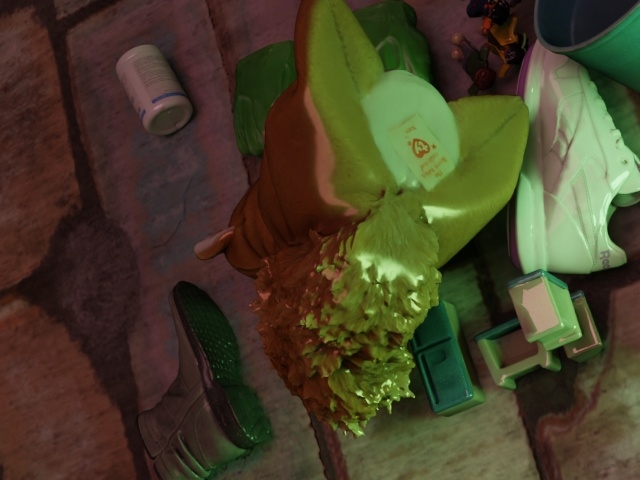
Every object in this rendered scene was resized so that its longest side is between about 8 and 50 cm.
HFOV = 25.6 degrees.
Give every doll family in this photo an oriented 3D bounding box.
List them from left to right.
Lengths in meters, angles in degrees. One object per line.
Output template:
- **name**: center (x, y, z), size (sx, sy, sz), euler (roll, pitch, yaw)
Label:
- **doll family**: center (0.206, -0.255, 1.606), size (0.076, 0.193, 0.111), euler (-7, 34, -13)

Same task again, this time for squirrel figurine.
- **squirrel figurine**: center (0.000, 0.000, 1.526), size (0.370, 0.281, 0.397), euler (-34, 42, 53)

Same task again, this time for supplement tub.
- **supplement tub**: center (-0.220, -0.198, 1.867), size (0.071, 0.071, 0.107), euler (-37, 62, 17)

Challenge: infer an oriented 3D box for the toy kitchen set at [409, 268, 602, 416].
- **toy kitchen set**: center (0.174, 0.089, 1.514), size (0.207, 0.166, 0.122), euler (-26, 66, 21)

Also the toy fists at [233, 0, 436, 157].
- **toy fists**: center (0.013, -0.178, 1.719), size (0.279, 0.096, 0.142), euler (-17, 60, 27)

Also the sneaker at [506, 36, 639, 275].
- **sneaker**: center (0.287, -0.107, 1.553), size (0.152, 0.114, 0.305), euler (2, 80, 13)

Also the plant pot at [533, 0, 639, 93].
- **plant pot**: center (0.396, -0.243, 1.393), size (0.271, 0.255, 0.271), euler (-51, 21, 29)

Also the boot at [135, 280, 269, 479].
- **boot**: center (-0.175, 0.185, 1.743), size (0.161, 0.083, 0.246), euler (-36, 61, 23)
